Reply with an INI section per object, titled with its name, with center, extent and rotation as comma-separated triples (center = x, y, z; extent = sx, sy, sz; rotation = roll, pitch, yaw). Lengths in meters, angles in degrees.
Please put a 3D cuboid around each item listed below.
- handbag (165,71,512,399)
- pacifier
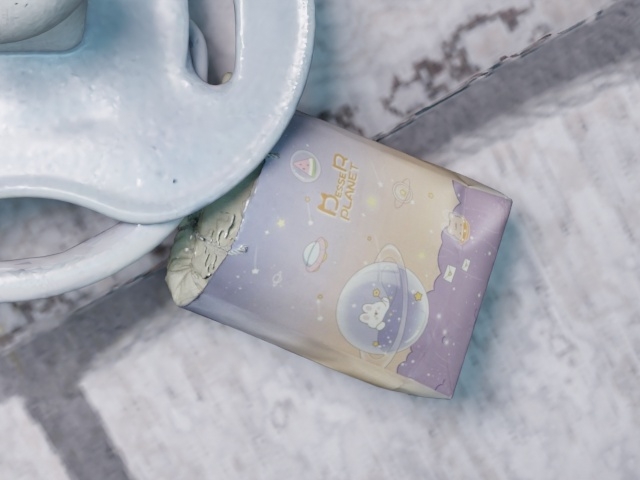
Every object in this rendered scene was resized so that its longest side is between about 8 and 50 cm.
[handbag]
center = 0.000, 0.000, 0.876
extent = 0.173, 0.095, 0.117
rotation = 23, 78, -21
[pacifier]
center = -0.134, -0.093, 0.752
extent = 0.278, 0.207, 0.228
rotation = -3, 83, -8
